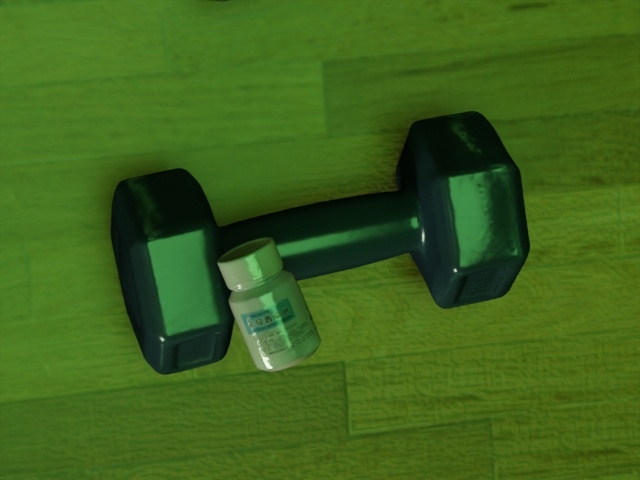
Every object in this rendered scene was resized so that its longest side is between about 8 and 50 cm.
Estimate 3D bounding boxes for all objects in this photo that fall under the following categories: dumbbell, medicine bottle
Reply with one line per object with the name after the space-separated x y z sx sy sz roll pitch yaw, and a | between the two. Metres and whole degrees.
0.000 0.000 1.440 0.316 0.156 0.143 -12 129 -12 | dumbbell
-0.038 0.046 1.336 0.052 0.052 0.089 -24 102 -10 | medicine bottle
